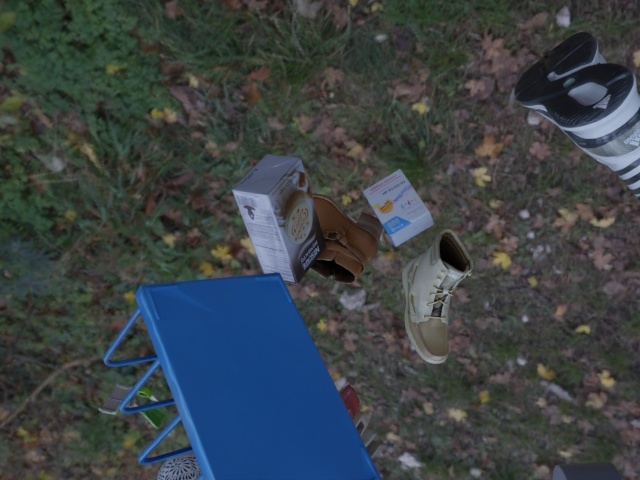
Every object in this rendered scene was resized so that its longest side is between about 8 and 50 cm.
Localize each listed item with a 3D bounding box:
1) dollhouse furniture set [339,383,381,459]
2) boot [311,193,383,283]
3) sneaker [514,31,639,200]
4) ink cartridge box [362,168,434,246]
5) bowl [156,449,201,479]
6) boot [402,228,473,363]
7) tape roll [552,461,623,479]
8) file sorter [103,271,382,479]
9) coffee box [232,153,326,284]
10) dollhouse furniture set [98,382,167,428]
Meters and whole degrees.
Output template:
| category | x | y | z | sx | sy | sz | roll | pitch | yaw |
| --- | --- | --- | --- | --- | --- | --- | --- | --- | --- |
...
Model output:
| category | x | y | z | sx | sy | sz | roll | pitch | yaw |
| --- | --- | --- | --- | --- | --- | --- | --- | --- | --- |
| dollhouse furniture set | -0.012 | 0.418 | 1.487 | 0.201 | 0.152 | 0.374 | 23 | 154 | 29 |
| boot | 0.000 | 0.000 | 1.629 | 0.284 | 0.220 | 0.109 | 20 | 133 | 10 |
| sneaker | 0.503 | -0.204 | 1.181 | 0.169 | 0.447 | 0.257 | -38 | 108 | 22 |
| ink cartridge box | 0.170 | -0.089 | 1.524 | 0.104 | 0.181 | 0.061 | -31 | 146 | 4 |
| bowl | -0.332 | 0.558 | 1.624 | 0.170 | 0.080 | 0.170 | -16 | 161 | -6 |
| boot | 0.269 | 0.126 | 1.480 | 0.095 | 0.261 | 0.203 | 6 | 151 | -18 |
| tape roll | 0.374 | 0.414 | 0.888 | 0.072 | 0.219 | 0.219 | -8 | 140 | 8 |
| file sorter | -0.065 | 0.124 | 0.459 | 0.118 | 0.170 | 0.104 | -3 | 146 | -44 |
| coffee box | -0.084 | -0.045 | 1.441 | 0.098 | 0.141 | 0.246 | 11 | 135 | 31 |
| dollhouse furniture set | -0.406 | 0.365 | 1.446 | 0.152 | 0.076 | 0.058 | -1 | 133 | 38 |
